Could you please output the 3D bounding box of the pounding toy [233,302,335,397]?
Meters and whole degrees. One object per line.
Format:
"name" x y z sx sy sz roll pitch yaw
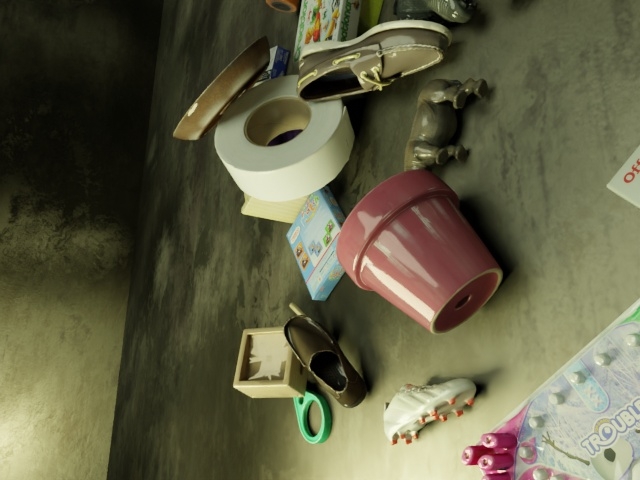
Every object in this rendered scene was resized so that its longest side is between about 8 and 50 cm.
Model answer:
"pounding toy" -0.057 0.231 1.081 0.206 0.094 0.180 -8 56 21

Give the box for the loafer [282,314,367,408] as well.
"loafer" 0.002 0.211 0.957 0.080 0.078 0.220 -44 57 -7

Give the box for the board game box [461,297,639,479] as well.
"board game box" 0.345 0.272 0.476 0.389 0.050 0.389 -58 37 30

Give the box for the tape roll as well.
"tape roll" -0.076 -0.223 1.099 0.287 0.100 0.286 -9 54 12

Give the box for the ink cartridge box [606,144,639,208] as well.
"ink cartridge box" 0.389 -0.051 0.479 0.127 0.073 0.175 -59 37 21

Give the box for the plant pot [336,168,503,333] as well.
"plant pot" 0.152 0.027 0.744 0.180 0.201 0.201 49 123 33

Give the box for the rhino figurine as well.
"rhino figurine" 0.183 -0.153 0.846 0.106 0.073 0.243 34 110 54

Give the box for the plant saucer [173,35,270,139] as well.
"plant saucer" -0.215 -0.335 1.175 0.311 0.050 0.310 -43 12 12

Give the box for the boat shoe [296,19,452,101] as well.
"boat shoe" 0.087 -0.325 0.959 0.325 0.117 0.096 4 77 37

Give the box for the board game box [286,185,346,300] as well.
"board game box" 0.000 0.000 1.116 0.160 0.039 0.211 -58 38 29

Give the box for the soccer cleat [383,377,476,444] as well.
"soccer cleat" 0.154 0.244 0.775 0.196 0.068 0.076 -52 38 40

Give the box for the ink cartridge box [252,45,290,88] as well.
"ink cartridge box" -0.166 -0.508 1.533 0.207 0.046 0.097 14 91 58

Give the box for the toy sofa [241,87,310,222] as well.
"toy sofa" -0.118 -0.236 1.273 0.177 0.150 0.362 -50 42 40

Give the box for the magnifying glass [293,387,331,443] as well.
"magnifying glass" -0.041 0.332 1.090 0.231 0.026 0.092 48 120 53

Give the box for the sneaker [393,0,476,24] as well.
"sneaker" 0.193 -0.408 0.912 0.106 0.078 0.234 -63 31 29

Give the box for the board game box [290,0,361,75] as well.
"board game box" 0.019 -0.518 1.149 0.193 0.053 0.304 0 80 58

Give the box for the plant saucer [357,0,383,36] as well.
"plant saucer" 0.078 -0.562 1.166 0.188 0.045 0.188 24 101 57

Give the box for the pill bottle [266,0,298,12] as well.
"pill bottle" -0.080 -0.760 1.399 0.130 0.131 0.245 18 97 58
